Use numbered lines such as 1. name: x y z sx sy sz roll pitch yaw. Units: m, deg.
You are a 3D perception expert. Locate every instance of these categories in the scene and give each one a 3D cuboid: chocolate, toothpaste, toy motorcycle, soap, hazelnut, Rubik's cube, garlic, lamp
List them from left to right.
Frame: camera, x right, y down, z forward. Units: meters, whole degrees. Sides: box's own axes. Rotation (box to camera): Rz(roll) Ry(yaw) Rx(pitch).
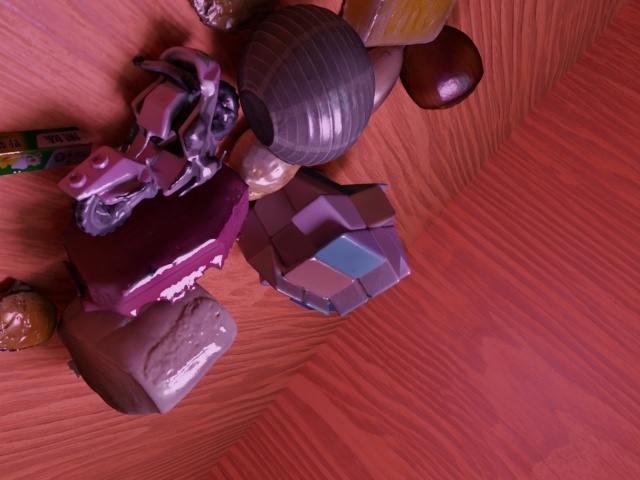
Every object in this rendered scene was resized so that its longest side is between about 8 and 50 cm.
1. toothpaste: -0.392 -0.115 0.690 0.179 0.043 0.037 -22 146 -48
2. toy motorcycle: -0.237 -0.155 0.765 0.327 0.143 0.188 -49 160 -27
3. soap: -0.271 -0.017 0.881 0.325 0.220 0.127 -36 149 -26
4. chocolate: -0.065 -0.210 1.048 0.309 0.134 0.134 -50 160 -4
5. lamp: -0.017 -0.245 0.865 0.233 0.233 0.265 -35 128 -28
6. Rubik's cube: 0.000 0.000 1.265 0.358 0.367 0.387 -37 167 27
7. garlic: 0.129 -0.374 1.181 0.266 0.148 0.129 -46 124 9
8. soap: 0.165 -0.479 1.052 0.274 0.089 0.173 -25 151 -44
9. hazelnut: 0.284 -0.424 1.278 0.208 0.208 0.208 -40 159 -19

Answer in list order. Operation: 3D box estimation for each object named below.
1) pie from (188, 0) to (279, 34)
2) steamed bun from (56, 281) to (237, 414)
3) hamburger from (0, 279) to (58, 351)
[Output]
1. pie: -0.113 -0.382 0.741 0.195 0.046 0.195 -41 160 -19
2. steamed bun: -0.345 0.167 1.001 0.247 0.236 0.384 -46 -164 -32
3. hamburger: -0.495 0.123 0.868 0.102 0.087 0.176 -50 158 13
